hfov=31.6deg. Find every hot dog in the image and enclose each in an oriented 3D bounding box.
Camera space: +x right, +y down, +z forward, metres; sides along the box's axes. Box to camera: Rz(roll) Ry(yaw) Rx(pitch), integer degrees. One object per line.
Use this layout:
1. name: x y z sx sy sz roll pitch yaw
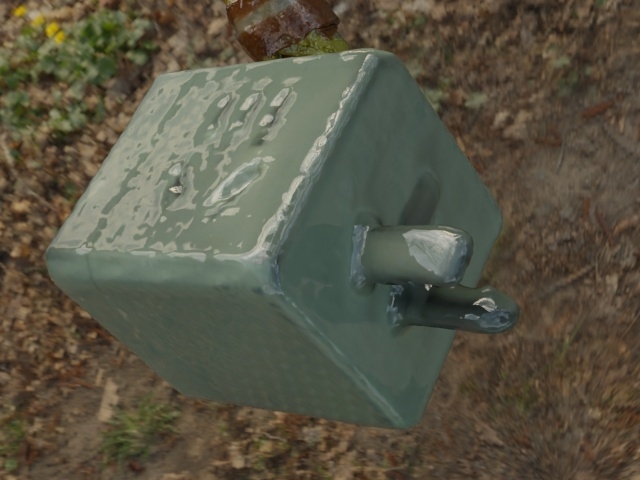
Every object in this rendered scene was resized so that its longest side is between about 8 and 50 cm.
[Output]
1. hot dog: -0.051 -0.256 1.311 0.261 0.123 0.093 52 50 -10

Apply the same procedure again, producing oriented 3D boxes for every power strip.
1. power strip: 0.000 0.000 0.557 0.224 0.139 0.140 1 52 41
